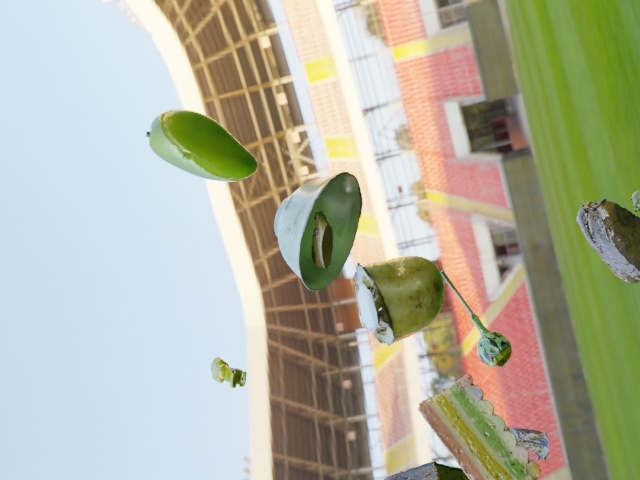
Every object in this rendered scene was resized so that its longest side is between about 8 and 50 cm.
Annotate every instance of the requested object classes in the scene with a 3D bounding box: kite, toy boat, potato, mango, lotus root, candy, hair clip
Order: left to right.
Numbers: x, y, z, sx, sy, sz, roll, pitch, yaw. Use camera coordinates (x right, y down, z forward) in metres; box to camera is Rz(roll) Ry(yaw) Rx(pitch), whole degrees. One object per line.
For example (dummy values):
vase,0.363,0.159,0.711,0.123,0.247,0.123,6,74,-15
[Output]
mango,-0.350,-0.281,2.382,0.156,0.343,0.192,118,177,-56
hair clip,-0.267,0.374,2.222,0.046,0.173,0.072,2,-84,-32
toy boat,0.000,0.000,1.902,0.047,0.049,0.149,-27,-49,-37
potato,0.208,0.138,1.994,0.285,0.243,0.242,87,177,-65
candy,0.414,0.213,2.169,0.305,0.091,0.083,54,-167,4
kite,0.415,0.422,1.652,0.183,0.160,0.010,30,-128,-15
lotus root,0.760,0.019,1.990,0.329,0.167,0.078,39,-130,-26

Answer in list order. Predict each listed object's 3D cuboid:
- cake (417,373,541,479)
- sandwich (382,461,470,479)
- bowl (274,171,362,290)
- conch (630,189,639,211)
cake,0.272,0.342,1.327,0.225,0.109,0.090,54,180,1
sandwich,0.307,0.685,2.139,0.273,0.249,0.095,24,-130,-37
bowl,-0.028,-0.041,2.008,0.313,0.146,0.313,-42,-37,-44
conch,0.808,-0.117,1.945,0.074,0.121,0.089,36,-175,-15
